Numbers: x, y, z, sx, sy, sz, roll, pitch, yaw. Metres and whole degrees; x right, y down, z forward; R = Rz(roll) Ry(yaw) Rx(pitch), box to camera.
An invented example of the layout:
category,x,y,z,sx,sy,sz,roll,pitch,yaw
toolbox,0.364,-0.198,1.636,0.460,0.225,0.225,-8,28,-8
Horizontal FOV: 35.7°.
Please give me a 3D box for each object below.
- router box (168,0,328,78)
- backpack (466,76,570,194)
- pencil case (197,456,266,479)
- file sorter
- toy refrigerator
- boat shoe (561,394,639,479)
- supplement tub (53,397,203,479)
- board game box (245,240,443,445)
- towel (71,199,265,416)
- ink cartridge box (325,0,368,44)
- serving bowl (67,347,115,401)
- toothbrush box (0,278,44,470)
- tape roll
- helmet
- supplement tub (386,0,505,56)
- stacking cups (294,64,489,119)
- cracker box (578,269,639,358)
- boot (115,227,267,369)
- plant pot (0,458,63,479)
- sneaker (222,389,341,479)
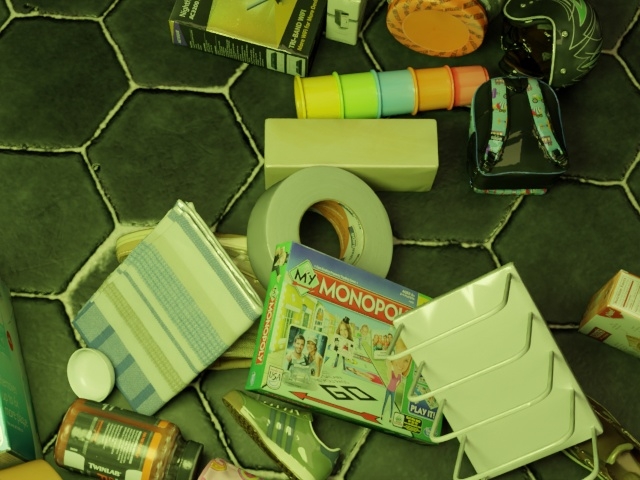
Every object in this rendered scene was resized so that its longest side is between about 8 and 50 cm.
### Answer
category,x,y,z,sx,sy,sz,roll,pitch,yaw
router box,-0.095,-0.452,1.703,0.243,0.081,0.308,15,71,4
backpack,0.310,-0.171,1.598,0.158,0.117,0.173,-2,71,-2
pencil case,-0.055,0.414,1.378,0.284,0.124,0.124,28,72,8
file sorter,0.237,0.211,1.352,0.193,0.173,0.277,-27,98,19
toy refrigerator,0.046,-0.139,1.587,0.270,0.102,0.094,0,70,-1
boat shoe,0.425,0.303,1.447,0.095,0.095,0.257,-42,77,-15
supplement tub,-0.271,0.299,1.420,0.198,0.106,0.106,15,71,4
board game box,0.055,0.153,1.427,0.317,0.046,0.213,22,69,-30
towel,-0.226,0.106,1.450,0.285,0.034,0.209,-44,76,23
ink cartridge box,0.048,-0.408,1.663,0.056,0.135,0.099,15,70,4
serving bowl,-0.337,0.199,1.480,0.083,0.027,0.083,5,100,29
toothbrush box,-0.495,0.185,1.395,0.126,0.216,0.295,-16,71,-8
tape roll,0.000,0.000,1.504,0.219,0.072,0.219,8,74,-29
helmet,0.383,-0.330,1.632,0.162,0.169,0.169,24,71,26
supplement tub,0.225,-0.493,1.662,0.207,0.207,0.337,14,71,3
stacking cups,0.119,-0.244,1.628,0.317,0.096,0.096,-8,71,-4
cracker box,0.520,0.138,1.477,0.232,0.155,0.067,25,72,7
boot,-0.191,0.091,1.506,0.262,0.095,0.203,5,72,-3
plant pot,-0.411,0.421,1.297,0.204,0.291,0.290,-29,73,-28
sneaker,-0.051,0.277,1.462,0.086,0.064,0.192,-40,77,-22
